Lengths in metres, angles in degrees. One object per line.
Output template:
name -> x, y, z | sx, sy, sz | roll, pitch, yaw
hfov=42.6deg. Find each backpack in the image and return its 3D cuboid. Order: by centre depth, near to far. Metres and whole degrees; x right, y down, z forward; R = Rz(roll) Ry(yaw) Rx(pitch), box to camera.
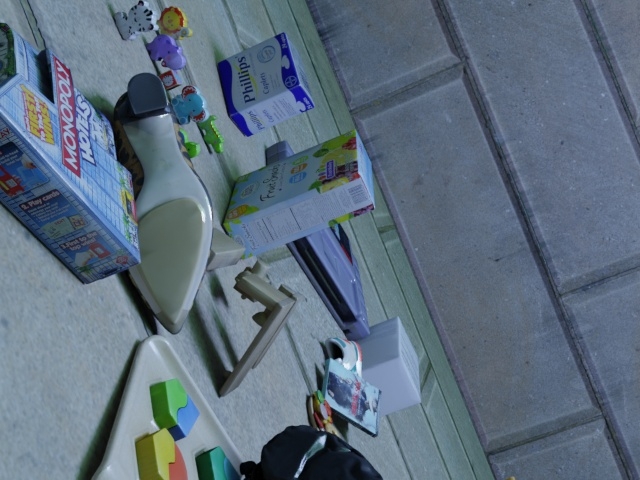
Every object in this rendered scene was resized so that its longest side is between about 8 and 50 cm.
backpack -> 0.006, 0.282, 0.826 | 0.152, 0.115, 0.182 | 36, -37, 33

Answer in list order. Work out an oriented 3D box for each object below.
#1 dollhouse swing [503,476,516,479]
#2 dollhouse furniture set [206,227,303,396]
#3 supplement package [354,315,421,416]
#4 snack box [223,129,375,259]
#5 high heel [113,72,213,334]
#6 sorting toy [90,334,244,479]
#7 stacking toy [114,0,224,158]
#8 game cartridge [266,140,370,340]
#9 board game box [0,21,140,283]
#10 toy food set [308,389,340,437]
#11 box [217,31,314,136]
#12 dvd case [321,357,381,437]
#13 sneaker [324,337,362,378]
dollhouse swing -> 0.377, 0.684, 1.523 | 0.305, 0.315, 0.347 | 30, 35, -39
dollhouse furniture set -> -0.120, 0.078, 0.977 | 0.151, 0.123, 0.144 | 34, 8, 9
supplement package -> 0.125, 0.241, 1.575 | 0.179, 0.105, 0.105 | -75, 142, -70
snack box -> -0.029, -0.070, 1.203 | 0.174, 0.207, 0.070 | -89, 154, -64
high heel -> -0.171, -0.038, 0.876 | 0.186, 0.093, 0.261 | -176, -101, -76
sorting toy -> -0.119, 0.207, 0.726 | 0.208, 0.038, 0.193 | -86, 152, -64
stacking toy -> -0.191, -0.220, 1.129 | 0.167, 0.052, 0.221 | -52, 120, -76
game cartridge -> 0.000, 0.000, 1.575 | 0.230, 0.068, 0.355 | -92, 157, -48
board game box -> -0.235, -0.091, 0.689 | 0.194, 0.060, 0.194 | 51, 21, -57
toy food set -> 0.005, 0.265, 1.211 | 0.082, 0.020, 0.083 | 53, 19, -50
box -> -0.096, -0.271, 1.430 | 0.072, 0.137, 0.126 | 46, 25, -58
dvd case -> 0.050, 0.251, 1.308 | 0.119, 0.013, 0.087 | 38, 40, -26
sneaker -> 0.039, 0.234, 1.370 | 0.075, 0.057, 0.161 | 27, 42, -43
